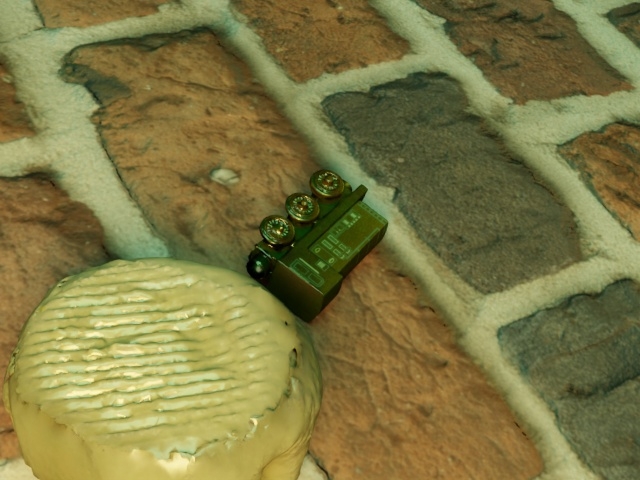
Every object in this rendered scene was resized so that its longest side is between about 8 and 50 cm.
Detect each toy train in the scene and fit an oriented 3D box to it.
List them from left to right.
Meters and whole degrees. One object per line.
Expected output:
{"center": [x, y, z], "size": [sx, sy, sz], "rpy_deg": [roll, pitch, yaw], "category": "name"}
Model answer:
{"center": [0.000, 0.000, 1.386], "size": [0.137, 0.090, 0.225], "rpy_deg": [37, 51, 11], "category": "toy train"}

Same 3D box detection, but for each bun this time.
{"center": [-0.167, 0.182, 1.106], "size": [0.360, 0.211, 0.359], "rpy_deg": [3, 38, -2], "category": "bun"}
